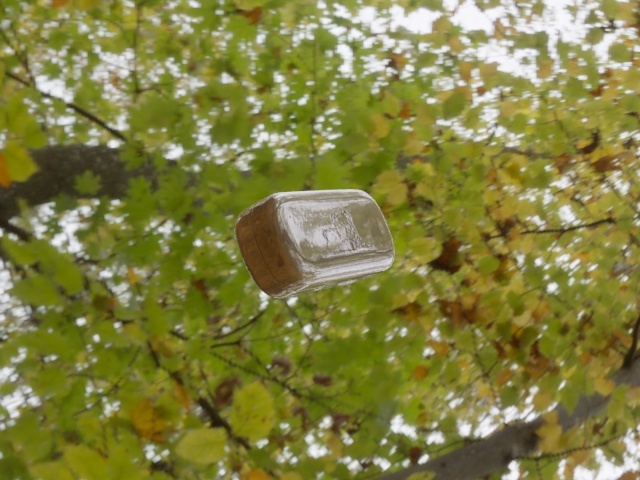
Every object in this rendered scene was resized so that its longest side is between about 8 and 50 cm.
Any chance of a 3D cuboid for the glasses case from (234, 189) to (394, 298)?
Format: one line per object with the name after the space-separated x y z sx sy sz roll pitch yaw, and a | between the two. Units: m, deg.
0.000 0.000 0.890 0.050 0.196 0.083 -24 -97 28 | glasses case
